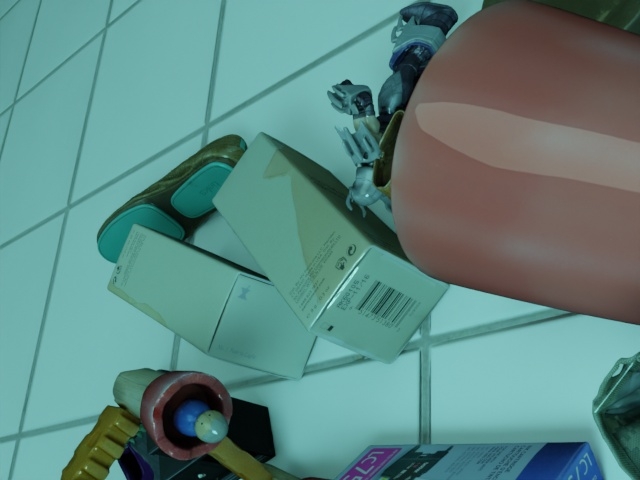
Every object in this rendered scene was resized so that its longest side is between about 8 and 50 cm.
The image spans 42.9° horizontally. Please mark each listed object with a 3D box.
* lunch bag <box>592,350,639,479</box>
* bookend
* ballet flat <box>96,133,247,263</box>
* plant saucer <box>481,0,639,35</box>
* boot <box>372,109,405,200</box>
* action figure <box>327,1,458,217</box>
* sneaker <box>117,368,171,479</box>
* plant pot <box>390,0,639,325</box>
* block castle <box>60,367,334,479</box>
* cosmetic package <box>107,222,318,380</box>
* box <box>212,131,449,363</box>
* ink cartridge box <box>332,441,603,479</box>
[{"bbox_3d":[0.325,0.161,0.468,0.169,0.235,0.287,-61,39,13],"label":"lunch bag"},{"bbox_3d":[-0.169,0.263,1.042,0.156,0.157,0.072,-39,45,28],"label":"bookend"},{"bbox_3d":[-0.239,-0.075,1.356,0.342,0.116,0.124,-33,28,33],"label":"ballet flat"},{"bbox_3d":[0.286,-0.282,0.912,0.278,0.041,0.277,-26,53,40],"label":"plant saucer"},{"bbox_3d":[0.133,-0.113,0.902,0.073,0.152,0.197,-7,65,46],"label":"boot"},{"bbox_3d":[0.088,-0.146,0.970,0.099,0.185,0.285,8,58,29],"label":"action figure"},{"bbox_3d":[-0.247,0.278,1.169,0.083,0.098,0.223,-38,46,29],"label":"sneaker"},{"bbox_3d":[0.238,-0.054,0.685,0.243,0.275,0.274,24,89,43],"label":"plant pot"},{"bbox_3d":[-0.176,0.379,0.801,0.213,0.303,0.453,2,52,56],"label":"block castle"},{"bbox_3d":[-0.150,0.077,1.120,0.309,0.160,0.113,21,87,53],"label":"cosmetic package"},{"bbox_3d":[0.000,0.000,1.002,0.121,0.148,0.311,-55,41,11],"label":"box"},{"bbox_3d":[0.115,0.248,0.714,0.311,0.186,0.065,-12,104,44],"label":"ink cartridge box"}]
